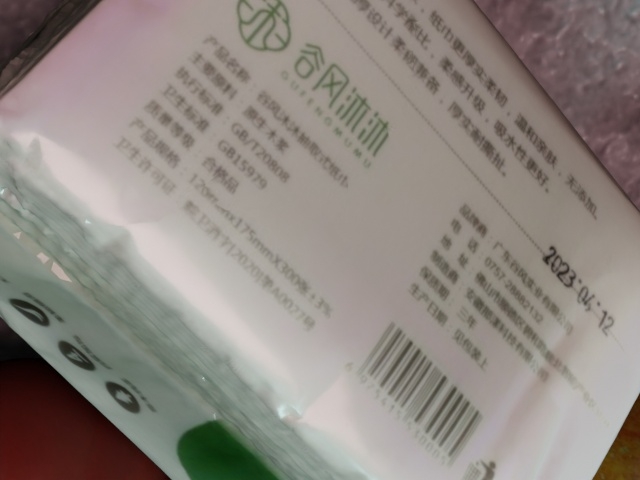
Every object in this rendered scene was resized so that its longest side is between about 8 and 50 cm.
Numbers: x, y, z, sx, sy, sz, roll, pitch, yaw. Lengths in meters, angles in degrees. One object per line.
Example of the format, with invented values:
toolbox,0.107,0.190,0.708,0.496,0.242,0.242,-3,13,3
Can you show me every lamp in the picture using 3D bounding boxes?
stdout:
lamp,-0.184,0.178,0.664,0.226,0.227,0.227,-5,109,-17

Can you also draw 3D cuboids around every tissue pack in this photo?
tissue pack,-0.001,0.000,0.630,0.356,0.194,0.266,47,61,-18

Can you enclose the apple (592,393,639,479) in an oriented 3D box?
apple,0.237,0.109,0.794,0.211,0.188,0.211,-7,112,-18
